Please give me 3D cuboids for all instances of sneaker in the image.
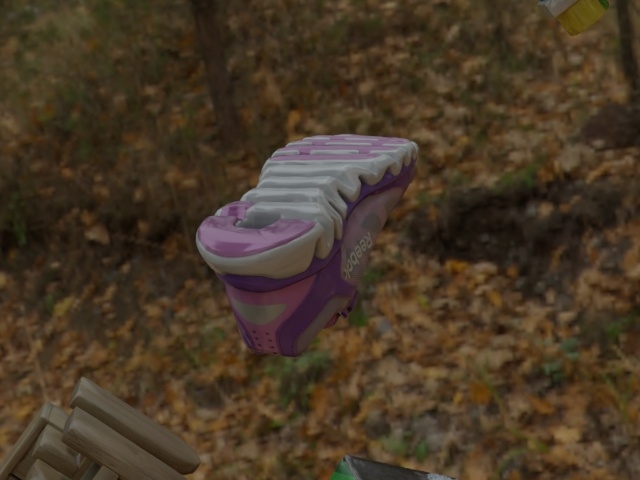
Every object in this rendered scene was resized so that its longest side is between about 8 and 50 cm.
[{"bbox_3d":[0.000,0.000,0.790,0.095,0.104,0.236,1,25,26],"label":"sneaker"}]

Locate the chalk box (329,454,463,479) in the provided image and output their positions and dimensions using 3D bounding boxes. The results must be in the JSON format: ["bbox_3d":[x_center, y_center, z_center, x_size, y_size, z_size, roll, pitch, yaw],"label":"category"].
[{"bbox_3d":[0.101,0.351,1.004,0.180,0.179,0.289,18,20,-30],"label":"chalk box"}]

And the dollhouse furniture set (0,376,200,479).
[{"bbox_3d":[-0.147,0.216,0.759,0.212,0.161,0.242,-54,11,2],"label":"dollhouse furniture set"}]

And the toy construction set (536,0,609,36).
[{"bbox_3d":[0.262,-0.267,0.838,0.328,0.151,0.215,-25,7,-5],"label":"toy construction set"}]
